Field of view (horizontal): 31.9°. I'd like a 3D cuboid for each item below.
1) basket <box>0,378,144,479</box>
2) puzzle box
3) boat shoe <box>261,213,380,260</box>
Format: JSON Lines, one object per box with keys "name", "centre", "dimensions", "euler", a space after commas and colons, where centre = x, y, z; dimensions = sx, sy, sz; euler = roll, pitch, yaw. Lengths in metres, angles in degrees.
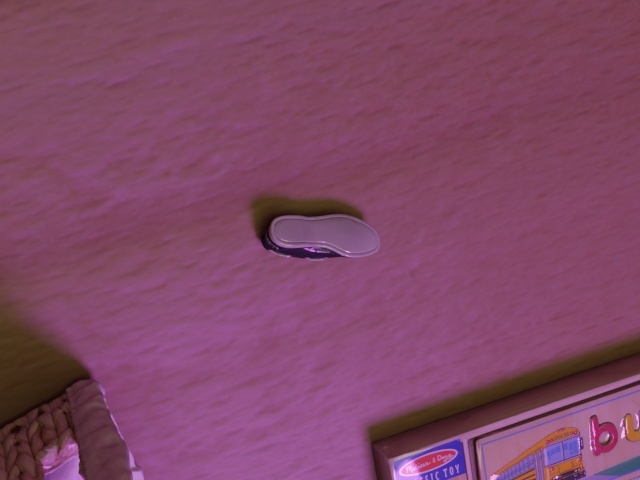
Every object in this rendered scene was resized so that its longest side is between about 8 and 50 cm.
{"name": "basket", "centre": [-0.234, 0.360, 0.991], "dimensions": [0.266, 0.328, 0.331], "euler": [-25, 110, -10]}
{"name": "puzzle box", "centre": [0.272, 0.305, 1.322], "dimensions": [0.408, 0.052, 0.272], "euler": [-16, 107, -17]}
{"name": "boat shoe", "centre": [0.000, 0.000, 1.154], "dimensions": [0.125, 0.038, 0.046], "euler": [1, 69, -25]}
